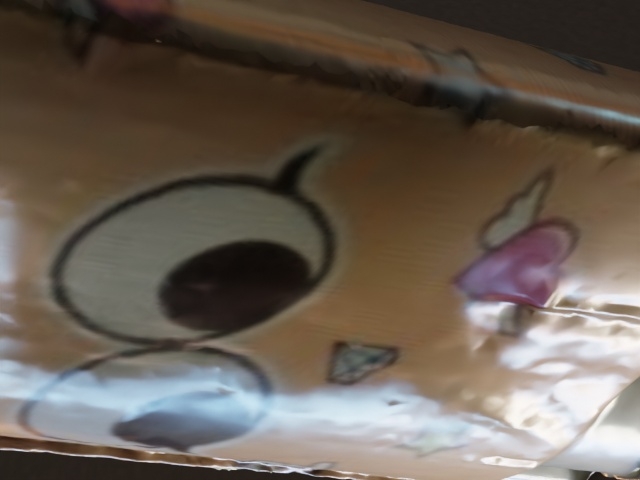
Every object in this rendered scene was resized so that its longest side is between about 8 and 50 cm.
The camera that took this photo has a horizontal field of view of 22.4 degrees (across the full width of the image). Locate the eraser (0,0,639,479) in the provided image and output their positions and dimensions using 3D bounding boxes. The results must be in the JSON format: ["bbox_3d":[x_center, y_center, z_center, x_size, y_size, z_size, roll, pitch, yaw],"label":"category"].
[{"bbox_3d":[0.000,0.000,0.454,0.290,0.087,0.171,9,-40,-30],"label":"eraser"}]
